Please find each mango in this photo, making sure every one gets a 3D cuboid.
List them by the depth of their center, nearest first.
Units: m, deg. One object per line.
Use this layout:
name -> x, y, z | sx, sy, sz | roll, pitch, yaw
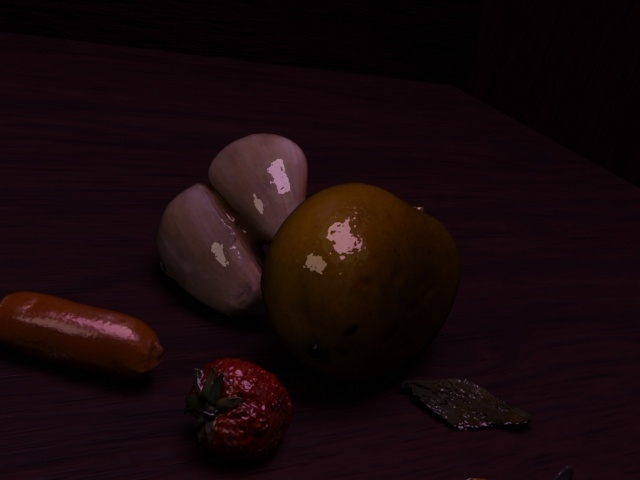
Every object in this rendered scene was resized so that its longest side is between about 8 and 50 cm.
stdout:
mango -> 0.080, 0.054, 1.472 | 0.220, 0.302, 0.445 | -4, 8, 32

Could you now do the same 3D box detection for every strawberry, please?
strawberry -> -0.095, 0.214, 1.195 | 0.148, 0.131, 0.131 | 9, 24, -22

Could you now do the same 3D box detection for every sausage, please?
sausage -> -0.328, 0.128, 1.271 | 0.238, 0.098, 0.098 | 15, 22, 0

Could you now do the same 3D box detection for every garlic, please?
garlic -> -0.135, -0.029, 1.585 | 0.286, 0.250, 0.313 | -21, 22, 4

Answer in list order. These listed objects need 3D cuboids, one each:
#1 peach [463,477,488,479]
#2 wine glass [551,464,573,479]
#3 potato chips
peach -> 0.196, 0.342, 1.186 | 0.077, 0.050, 0.083 | -12, 18, -7
wine glass -> 0.381, 0.375, 1.206 | 0.195, 0.079, 0.079 | 32, 27, 34
potato chips -> 0.225, 0.253, 1.455 | 0.209, 0.026, 0.142 | 21, 25, 11
